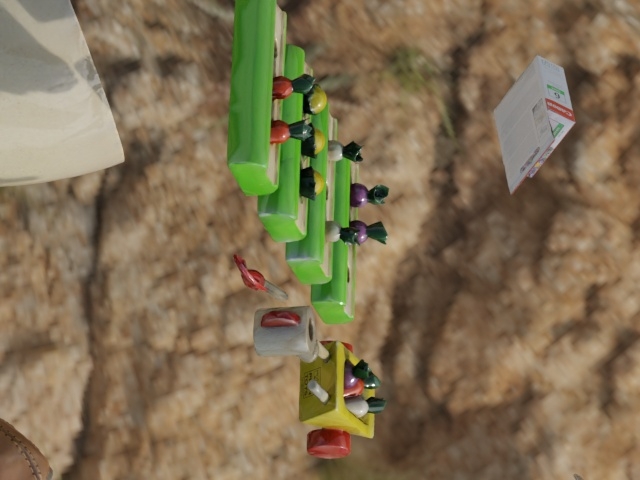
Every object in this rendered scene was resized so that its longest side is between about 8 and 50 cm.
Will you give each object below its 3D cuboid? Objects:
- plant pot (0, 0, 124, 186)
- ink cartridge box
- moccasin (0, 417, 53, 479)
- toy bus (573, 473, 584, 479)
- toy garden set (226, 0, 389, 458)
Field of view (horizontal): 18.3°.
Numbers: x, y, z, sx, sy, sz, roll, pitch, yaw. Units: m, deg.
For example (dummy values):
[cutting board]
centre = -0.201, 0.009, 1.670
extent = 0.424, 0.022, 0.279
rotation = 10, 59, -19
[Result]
[plant pot]
centre = -0.276, -0.151, 1.385
extent = 0.191, 0.284, 0.284
rotation = -23, 115, -7
[ink cartridge box]
centre = 0.168, -0.086, 1.551
extent = 0.029, 0.115, 0.063
rotation = 23, 124, -20
[moccasin]
centre = -0.376, 0.286, 1.633
extent = 0.147, 0.139, 0.380
rotation = 42, 64, -10
[toy bus]
centre = 0.301, 0.359, 1.982
extent = 0.104, 0.202, 0.191
rotation = -41, 111, 1
[toy garden set]
centre = 0.000, 0.000, 1.154
extent = 0.049, 0.204, 0.244
rotation = -3, 157, 12
